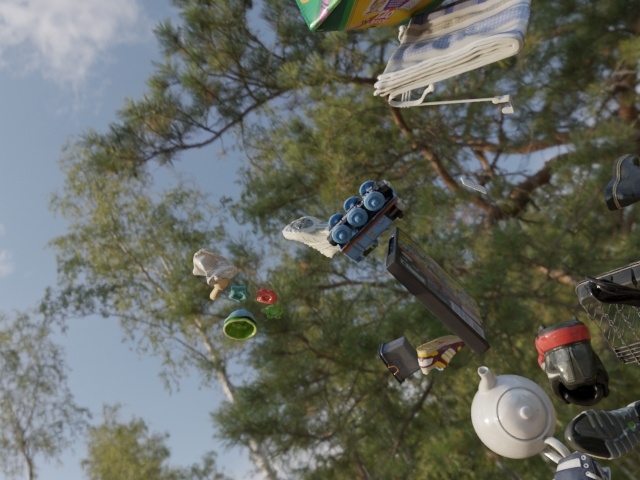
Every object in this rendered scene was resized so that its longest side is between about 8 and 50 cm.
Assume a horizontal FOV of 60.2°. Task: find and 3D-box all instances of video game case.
[{"bbox_3d":[0.256,0.102,1.233,0.275,0.248,0.035,42,-71,-6],"label":"video game case"}]

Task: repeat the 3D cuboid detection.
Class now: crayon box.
[{"bbox_3d":[0.113,-0.416,0.863,0.279,0.081,0.165,-22,-5,-38],"label":"crayon box"}]

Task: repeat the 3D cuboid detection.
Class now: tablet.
[{"bbox_3d":[0.481,-0.173,1.729,0.083,0.054,0.006,22,-63,-6],"label":"tablet"}]

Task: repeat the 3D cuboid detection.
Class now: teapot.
[{"bbox_3d":[0.566,0.502,1.574,0.256,0.252,0.187,3,-20,1],"label":"teapot"}]

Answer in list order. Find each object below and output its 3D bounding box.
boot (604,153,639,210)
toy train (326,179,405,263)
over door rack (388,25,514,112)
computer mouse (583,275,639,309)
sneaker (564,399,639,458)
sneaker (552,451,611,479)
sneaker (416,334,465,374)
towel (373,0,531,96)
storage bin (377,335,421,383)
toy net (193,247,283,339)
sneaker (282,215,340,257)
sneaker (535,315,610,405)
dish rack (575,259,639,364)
[{"bbox_3d":[0.731,-0.139,1.231,0.076,0.137,0.197,54,-129,-21],"label":"boot"},{"bbox_3d":[0.096,-0.043,1.153,0.105,0.080,0.184,35,-69,-24],"label":"toy train"},{"bbox_3d":[0.355,-0.470,1.460,0.325,0.239,0.108,6,-19,14],"label":"over door rack"},{"bbox_3d":[0.410,0.085,0.537,0.184,0.262,0.060,13,-94,-19],"label":"computer mouse"},{"bbox_3d":[0.518,0.366,1.026,0.229,0.086,0.132,-2,-32,-23],"label":"sneaker"},{"bbox_3d":[0.551,0.492,1.031,0.099,0.282,0.153,39,-115,-22],"label":"sneaker"},{"bbox_3d":[0.363,0.338,1.637,0.186,0.070,0.083,-10,-87,-29],"label":"sneaker"},{"bbox_3d":[0.204,-0.312,0.821,0.209,0.285,0.034,-11,-56,32],"label":"towel"},{"bbox_3d":[0.261,0.381,1.779,0.091,0.135,0.098,-35,6,21],"label":"storage bin"},{"bbox_3d":[-0.160,0.102,1.050,0.122,0.045,0.232,-14,-47,13],"label":"toy net"},{"bbox_3d":[0.000,0.000,1.523,0.090,0.232,0.115,-50,-46,-44],"label":"sneaker"},{"bbox_3d":[0.458,0.240,1.001,0.098,0.135,0.276,-20,-31,16],"label":"sneaker"},{"bbox_3d":[0.815,0.197,1.421,0.208,0.074,0.271,-29,-75,39],"label":"dish rack"}]
